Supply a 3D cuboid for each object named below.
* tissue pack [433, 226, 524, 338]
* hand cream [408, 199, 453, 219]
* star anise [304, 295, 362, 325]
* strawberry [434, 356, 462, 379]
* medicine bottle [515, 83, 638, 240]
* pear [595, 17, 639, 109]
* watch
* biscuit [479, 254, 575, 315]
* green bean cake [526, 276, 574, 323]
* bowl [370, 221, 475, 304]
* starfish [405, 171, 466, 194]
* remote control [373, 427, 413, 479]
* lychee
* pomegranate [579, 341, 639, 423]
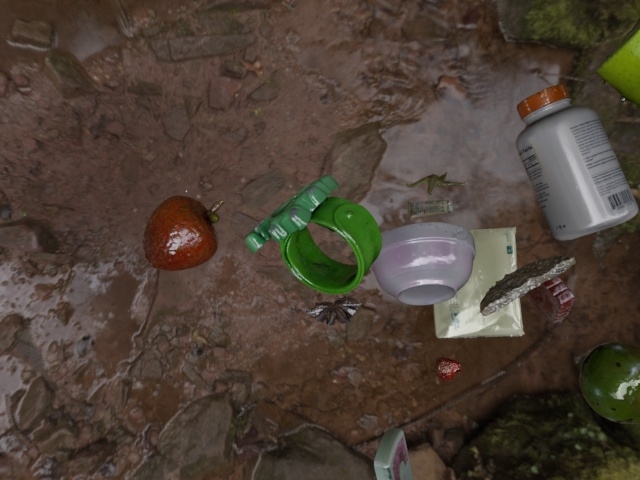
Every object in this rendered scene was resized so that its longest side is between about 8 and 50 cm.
[{"bbox_3d":[0.537,0.151,1.785,0.298,0.207,0.379,-5,82,11],"label":"tissue pack"},{"bbox_3d":[0.345,-0.100,1.605,0.144,0.039,0.061,-3,79,27],"label":"hand cream"},{"bbox_3d":[0.047,0.254,1.832,0.195,0.183,0.065,-40,130,-49],"label":"star anise"},{"bbox_3d":[0.451,0.452,1.808,0.097,0.083,0.083,-3,97,20],"label":"strawberry"},{"bbox_3d":[0.488,-0.156,1.006,0.157,0.157,0.288,-19,85,-12],"label":"medicine bottle"},{"bbox_3d":[0.588,-0.337,0.748,0.159,0.292,0.292,41,84,8],"label":"pear"},{"bbox_3d":[0.000,0.000,0.732,0.152,0.165,0.131,48,42,-9],"label":"watch"},{"bbox_3d":[0.498,0.101,1.274,0.250,0.133,0.032,-33,97,10],"label":"biscuit"},{"bbox_3d":[0.606,0.139,1.357,0.056,0.135,0.135,-26,146,-7],"label":"green bean cake"},{"bbox_3d":[0.274,0.080,1.361,0.287,0.287,0.143,6,63,-15],"label":"bowl"},{"bbox_3d":[0.424,-0.216,1.871,0.217,0.223,0.050,8,121,17],"label":"starfish"},{"bbox_3d":[0.204,0.661,1.311,0.050,0.145,0.343,-6,105,26],"label":"remote control"},{"bbox_3d":[-0.434,-0.026,1.659,0.300,0.255,0.255,-23,101,-6],"label":"lychee"},{"bbox_3d":[0.669,0.315,1.083,0.182,0.224,0.181,-3,102,-16],"label":"pomegranate"}]
